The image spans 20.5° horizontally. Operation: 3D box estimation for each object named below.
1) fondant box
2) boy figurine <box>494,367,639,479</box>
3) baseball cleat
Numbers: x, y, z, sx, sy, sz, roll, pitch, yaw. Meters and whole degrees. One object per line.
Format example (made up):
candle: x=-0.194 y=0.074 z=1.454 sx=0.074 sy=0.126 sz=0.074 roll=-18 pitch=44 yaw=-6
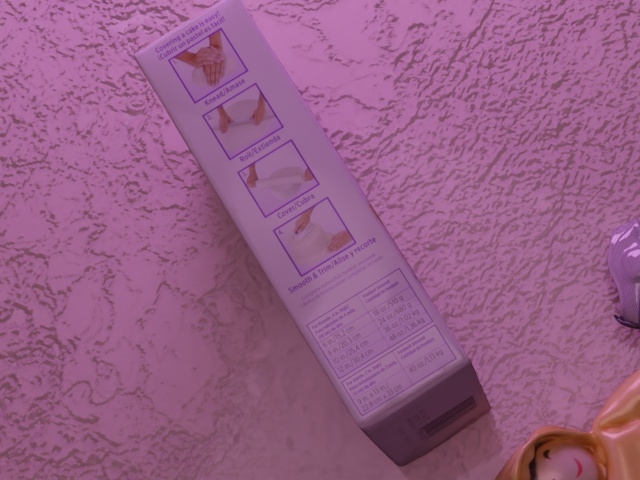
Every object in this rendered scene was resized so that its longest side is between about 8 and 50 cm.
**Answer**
fondant box: x=0.000 y=0.000 z=1.355 sx=0.096 sy=0.238 sz=0.330 roll=-33 pitch=74 yaw=0
boy figurine: x=0.274 y=0.166 z=1.351 sx=0.285 sy=0.092 sz=0.177 roll=-2 pitch=78 yaw=5
baseball cleat: x=0.293 y=-0.020 z=1.403 sx=0.109 sy=0.072 sz=0.206 roll=16 pitch=65 yaw=32
